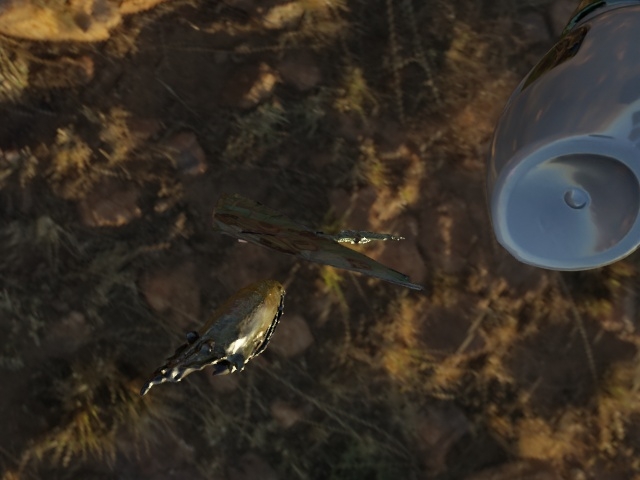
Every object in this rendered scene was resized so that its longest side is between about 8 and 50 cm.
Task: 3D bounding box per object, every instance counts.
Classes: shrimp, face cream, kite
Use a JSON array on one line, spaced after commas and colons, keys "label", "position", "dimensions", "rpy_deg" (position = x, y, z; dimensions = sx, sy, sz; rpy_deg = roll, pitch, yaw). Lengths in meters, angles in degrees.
[{"label": "shrimp", "position": [-0.112, 0.137, 1.438], "dimensions": [0.262, 0.066, 0.117], "rpy_deg": [-40, 137, -43]}, {"label": "face cream", "position": [0.339, -0.135, 1.406], "dimensions": [0.219, 0.312, 0.357], "rpy_deg": [43, 44, -7]}, {"label": "kite", "position": [0.001, -0.001, 0.989], "dimensions": [0.250, 0.229, 0.012], "rpy_deg": [0, 112, -52]}]
